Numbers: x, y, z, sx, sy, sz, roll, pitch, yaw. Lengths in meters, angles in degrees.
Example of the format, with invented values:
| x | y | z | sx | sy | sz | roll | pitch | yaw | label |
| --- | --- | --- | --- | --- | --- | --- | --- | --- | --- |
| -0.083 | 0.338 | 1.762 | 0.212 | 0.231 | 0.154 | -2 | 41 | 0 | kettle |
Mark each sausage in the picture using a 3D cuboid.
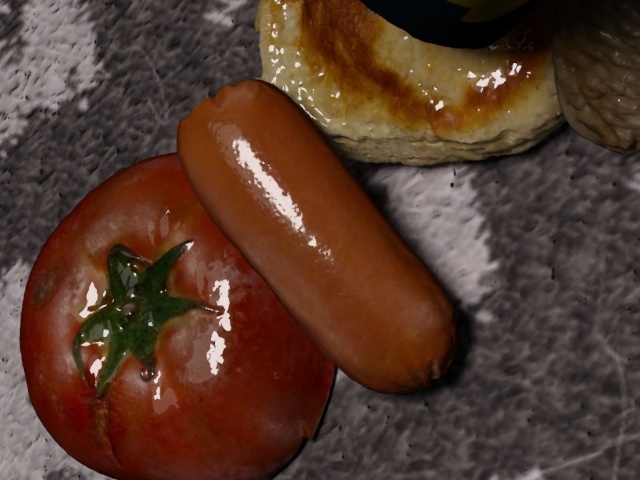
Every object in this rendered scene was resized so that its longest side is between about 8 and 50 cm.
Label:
| x | y | z | sx | sy | sz | roll | pitch | yaw | label |
| --- | --- | --- | --- | --- | --- | --- | --- | --- | --- |
| 0.000 | 0.000 | 0.991 | 0.076 | 0.076 | 0.197 | -42 | 83 | 21 | sausage |

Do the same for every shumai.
| x | y | z | sx | sy | sz | roll | pitch | yaw | label |
| --- | --- | --- | --- | --- | --- | --- | --- | --- | --- |
| 0.189 | -0.114 | 0.897 | 0.145 | 0.145 | 0.116 | -6 | 32 | 36 | shumai |

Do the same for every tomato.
| x | y | z | sx | sy | sz | roll | pitch | yaw | label |
| --- | --- | --- | --- | --- | --- | --- | --- | --- | --- |
| -0.091 | 0.043 | 1.075 | 0.225 | 0.085 | 0.225 | -12 | 69 | 32 | tomato |

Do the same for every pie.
| x | y | z | sx | sy | sz | roll | pitch | yaw | label |
| --- | --- | --- | --- | --- | --- | --- | --- | --- | --- |
| 0.056 | -0.133 | 1.006 | 0.205 | 0.084 | 0.179 | 2 | 79 | 34 | pie |

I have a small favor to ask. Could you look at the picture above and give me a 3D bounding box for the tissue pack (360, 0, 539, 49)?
| x | y | z | sx | sy | sz | roll | pitch | yaw | label |
| --- | --- | --- | --- | --- | --- | --- | --- | --- | --- |
| 0.059 | -0.258 | 0.734 | 0.264 | 0.416 | 0.253 | 39 | 86 | -2 | tissue pack |
